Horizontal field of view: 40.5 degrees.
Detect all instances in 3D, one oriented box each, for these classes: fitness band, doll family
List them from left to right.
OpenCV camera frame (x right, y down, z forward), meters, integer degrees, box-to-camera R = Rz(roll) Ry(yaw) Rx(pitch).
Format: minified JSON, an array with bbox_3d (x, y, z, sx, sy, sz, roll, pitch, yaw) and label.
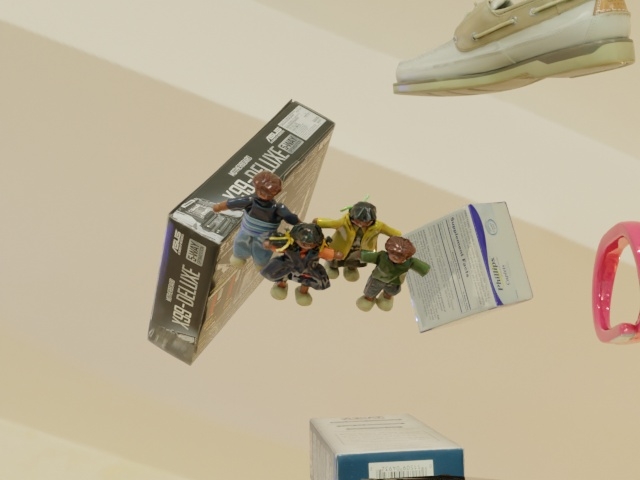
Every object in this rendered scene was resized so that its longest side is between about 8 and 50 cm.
[{"bbox_3d":[0.000,0.000,0.771,0.192,0.076,0.111,3,-37,-11],"label":"doll family"},{"bbox_3d":[0.538,0.077,1.536,0.054,0.209,0.291,3,-11,4],"label":"fitness band"}]

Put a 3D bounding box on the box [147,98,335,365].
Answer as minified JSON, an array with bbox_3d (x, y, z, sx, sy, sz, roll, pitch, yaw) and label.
[{"bbox_3d":[-0.104,-0.015,1.170,0.076,0.307,0.243,29,-45,10],"label":"box"}]

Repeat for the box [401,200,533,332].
[{"bbox_3d":[0.172,0.033,1.056,0.072,0.126,0.137,-5,-14,-38],"label":"box"}]

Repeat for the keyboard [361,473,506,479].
[{"bbox_3d":[0.133,0.251,0.832,0.201,0.033,0.317,5,-13,-26],"label":"keyboard"}]

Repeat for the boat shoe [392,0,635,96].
[{"bbox_3d":[0.216,-0.232,1.021,0.302,0.113,0.103,-4,-86,39],"label":"boat shoe"}]

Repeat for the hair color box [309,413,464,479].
[{"bbox_3d":[0.085,0.330,1.274,0.173,0.347,0.105,-1,-94,-6],"label":"hair color box"}]
